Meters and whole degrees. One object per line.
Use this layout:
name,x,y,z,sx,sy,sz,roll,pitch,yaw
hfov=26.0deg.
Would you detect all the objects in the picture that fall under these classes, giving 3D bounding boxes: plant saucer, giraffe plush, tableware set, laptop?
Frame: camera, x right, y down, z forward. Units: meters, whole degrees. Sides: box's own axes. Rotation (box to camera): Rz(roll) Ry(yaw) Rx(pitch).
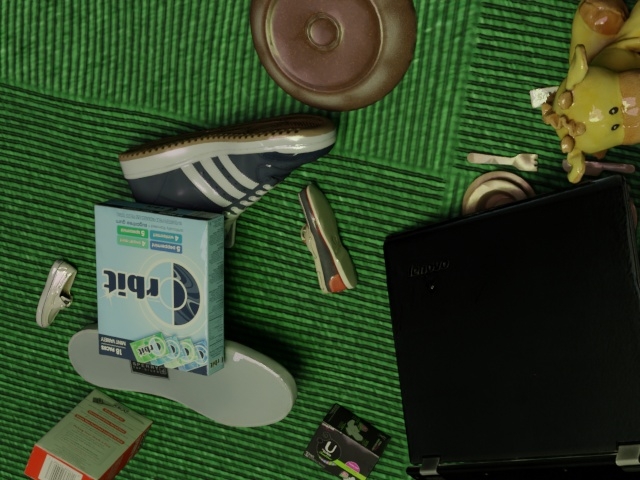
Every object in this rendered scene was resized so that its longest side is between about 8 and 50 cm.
plant saucer,0.008,-0.235,1.537,0.198,0.036,0.199,7,113,17
giraffe plush,0.292,-0.150,1.386,0.210,0.170,0.181,-25,100,27
tableware set,0.247,-0.027,1.519,0.194,0.039,0.128,5,106,19
laptop,0.287,0.171,1.506,0.408,0.236,0.382,36,152,-25

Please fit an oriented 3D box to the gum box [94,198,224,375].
gum box,-0.186,0.053,1.606,0.156,0.041,0.185,8,105,27

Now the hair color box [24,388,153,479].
hair color box,-0.294,0.263,1.768,0.093,0.167,0.053,29,116,8

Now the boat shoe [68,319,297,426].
boat shoe,-0.157,0.147,1.710,0.306,0.105,0.113,5,116,26

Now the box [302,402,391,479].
box,0.033,0.254,1.708,0.083,0.052,0.062,32,118,8

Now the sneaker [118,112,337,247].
sneaker,-0.094,-0.054,1.609,0.282,0.099,0.153,-7,104,28

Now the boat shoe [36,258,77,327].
boat shoe,-0.338,0.073,1.788,0.035,0.035,0.100,27,110,12

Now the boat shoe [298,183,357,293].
boat shoe,0.000,0.000,1.626,0.043,0.049,0.137,-14,110,27
